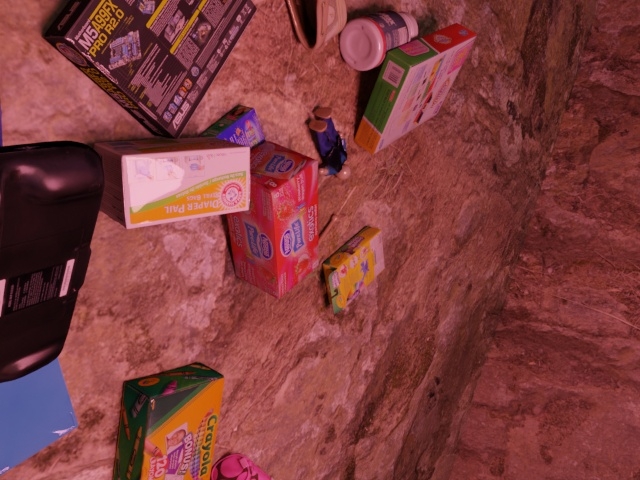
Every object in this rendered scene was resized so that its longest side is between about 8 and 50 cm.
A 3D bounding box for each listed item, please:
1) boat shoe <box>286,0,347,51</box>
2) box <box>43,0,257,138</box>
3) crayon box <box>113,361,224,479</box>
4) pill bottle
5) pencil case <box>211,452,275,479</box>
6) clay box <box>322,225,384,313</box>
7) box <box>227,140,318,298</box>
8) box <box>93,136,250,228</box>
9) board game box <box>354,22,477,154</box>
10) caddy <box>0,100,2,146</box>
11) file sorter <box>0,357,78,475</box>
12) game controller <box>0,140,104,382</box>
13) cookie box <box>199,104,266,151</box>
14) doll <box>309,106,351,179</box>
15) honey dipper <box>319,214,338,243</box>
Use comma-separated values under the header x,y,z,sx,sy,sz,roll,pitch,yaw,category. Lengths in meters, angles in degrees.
x,y,z,sx,sy,sz,roll,pitch,yaw,category
-0.031,-0.488,0.954,0.098,0.109,0.302,-52,145,-29,boat shoe
-0.230,-0.322,0.791,0.216,0.060,0.270,44,68,-50,box
-0.279,0.379,0.984,0.165,0.081,0.278,-3,106,-52,crayon box
0.134,-0.446,1.185,0.180,0.108,0.108,-36,130,-41,pill bottle
-0.158,0.549,1.208,0.098,0.095,0.209,-28,136,-1,pencil case
0.079,0.073,1.365,0.222,0.053,0.127,-38,131,-38,clay box
-0.087,-0.035,1.005,0.128,0.122,0.257,-40,144,-37,box
-0.219,-0.095,0.818,0.203,0.114,0.103,-13,115,-39,box
0.228,-0.367,1.293,0.316,0.064,0.242,-36,158,-40,board game box
-0.386,-0.134,0.480,0.179,0.241,0.341,-35,149,-32,caddy
-0.408,0.186,0.688,0.118,0.104,0.170,-29,125,-44,file sorter
-0.309,0.043,0.528,0.166,0.067,0.319,-35,160,-55,game controller
-0.153,-0.175,0.966,0.107,0.040,0.092,-47,137,-31,cookie box
0.025,-0.198,1.189,0.129,0.046,0.189,-67,151,-25,doll
0.000,0.000,1.250,0.161,0.030,0.030,-54,140,-27,honey dipper
